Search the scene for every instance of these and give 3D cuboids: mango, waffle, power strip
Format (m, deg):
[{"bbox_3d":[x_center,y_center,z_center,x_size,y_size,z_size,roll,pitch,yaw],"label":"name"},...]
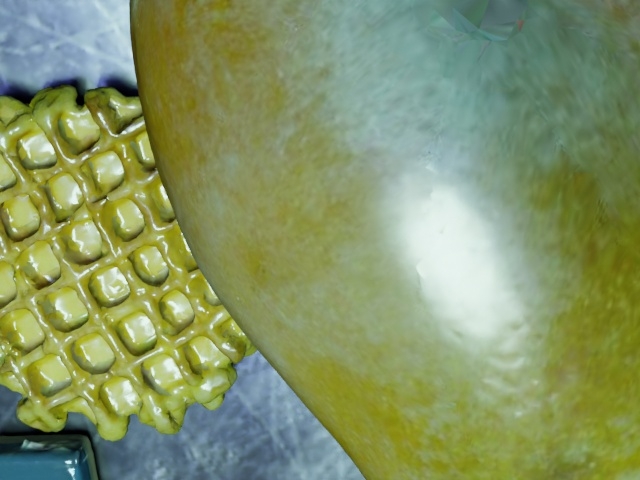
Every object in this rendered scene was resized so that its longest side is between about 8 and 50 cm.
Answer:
[{"bbox_3d":[0.051,-0.028,0.567,0.221,0.199,0.384,-15,85,-17],"label":"mango"},{"bbox_3d":[-0.114,0.013,0.705,0.191,0.038,0.191,1,106,5],"label":"waffle"},{"bbox_3d":[-0.141,0.160,0.754,0.056,0.032,0.123,-4,106,8],"label":"power strip"}]
